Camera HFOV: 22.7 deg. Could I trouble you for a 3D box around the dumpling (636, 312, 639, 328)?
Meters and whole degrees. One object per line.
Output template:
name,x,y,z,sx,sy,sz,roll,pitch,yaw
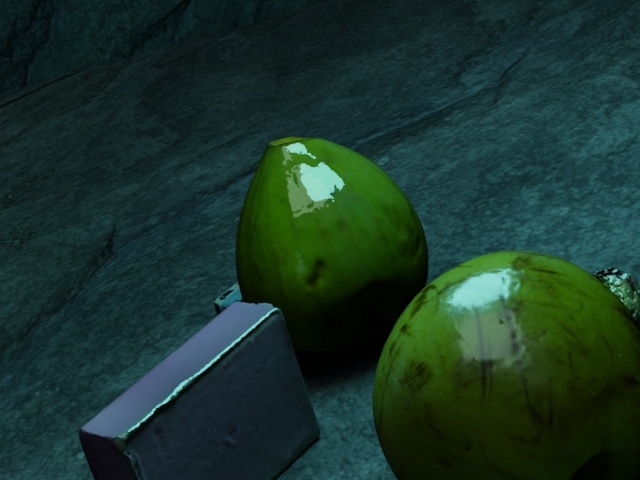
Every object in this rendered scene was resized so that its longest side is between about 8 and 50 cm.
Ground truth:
dumpling,0.355,0.106,1.648,0.127,0.108,0.188,-32,11,42

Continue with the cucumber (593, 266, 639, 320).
cucumber,0.275,0.077,1.703,0.067,0.067,0.245,-26,-5,-13

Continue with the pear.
pear,0.188,0.149,1.496,0.283,0.283,0.283,-17,23,8

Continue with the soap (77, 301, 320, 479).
soap,-0.124,0.206,1.713,0.081,0.181,0.259,7,36,41

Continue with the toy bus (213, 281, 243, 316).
toy bus,-0.087,0.078,2.115,0.075,0.060,0.123,-4,26,44

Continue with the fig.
fig,0.000,0.000,1.949,0.239,0.271,0.239,-27,4,2
